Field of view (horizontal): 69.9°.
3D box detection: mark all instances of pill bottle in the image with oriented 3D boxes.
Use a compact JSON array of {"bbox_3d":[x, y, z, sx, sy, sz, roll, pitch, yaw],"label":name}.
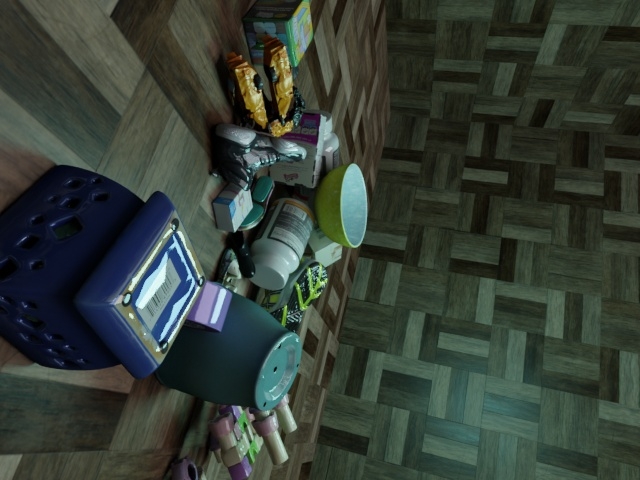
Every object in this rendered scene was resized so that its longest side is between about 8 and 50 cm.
[{"bbox_3d":[-0.129,0.009,1.463,0.162,0.162,0.278,82,23,-49],"label":"pill bottle"},{"bbox_3d":[-0.020,-0.299,1.663,0.176,0.176,0.318,-65,159,-48],"label":"pill bottle"}]

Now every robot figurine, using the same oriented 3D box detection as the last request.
[{"bbox_3d":[-0.143,-0.373,1.199,0.211,0.085,0.291,-30,154,-14],"label":"robot figurine"}]

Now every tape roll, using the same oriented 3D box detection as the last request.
[{"bbox_3d":[-0.276,0.119,0.904,0.189,0.189,0.080,65,37,-66],"label":"tape roll"}]

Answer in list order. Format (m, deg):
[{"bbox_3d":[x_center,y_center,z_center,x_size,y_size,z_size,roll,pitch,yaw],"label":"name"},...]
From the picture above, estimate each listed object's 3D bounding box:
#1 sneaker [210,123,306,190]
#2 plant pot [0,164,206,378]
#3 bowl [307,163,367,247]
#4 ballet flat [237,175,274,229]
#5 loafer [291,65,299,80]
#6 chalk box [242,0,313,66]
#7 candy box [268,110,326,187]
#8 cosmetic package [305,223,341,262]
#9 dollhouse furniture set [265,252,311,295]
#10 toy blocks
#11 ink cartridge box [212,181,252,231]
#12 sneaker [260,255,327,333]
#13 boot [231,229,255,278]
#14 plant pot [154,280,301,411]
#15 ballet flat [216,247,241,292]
[{"bbox_3d":[-0.164,-0.206,1.198,0.269,0.101,0.153,5,108,-42],"label":"sneaker"},{"bbox_3d":[-0.314,0.055,0.671,0.236,0.212,0.236,84,20,-48],"label":"plant pot"},{"bbox_3d":[0.048,-0.119,1.587,0.289,0.156,0.289,0,90,-68],"label":"bowl"},{"bbox_3d":[-0.195,-0.097,1.346,0.079,0.077,0.221,113,-2,-53],"label":"ballet flat"},{"bbox_3d":[-0.107,-0.537,1.414,0.170,0.062,0.061,37,68,-73],"label":"loafer"},{"bbox_3d":[-0.116,-0.552,1.224,0.132,0.132,0.213,80,24,-51],"label":"chalk box"},{"bbox_3d":[-0.076,-0.294,1.483,0.071,0.159,0.233,-22,121,-72],"label":"candy box"},{"bbox_3d":[0.000,0.000,1.814,0.153,0.129,0.296,60,-8,14],"label":"cosmetic package"},{"bbox_3d":[-0.115,0.124,1.681,0.151,0.144,0.123,-84,-178,-67],"label":"dollhouse furniture set"},{"bbox_3d":[-0.256,0.490,1.267,0.288,0.309,0.260,51,15,-86],"label":"toy blocks"},{"bbox_3d":[-0.231,-0.095,1.221,0.122,0.052,0.088,-67,160,-48],"label":"ink cartridge box"},{"bbox_3d":[-0.134,0.218,1.519,0.384,0.147,0.145,-50,130,-8],"label":"sneaker"},{"bbox_3d":[-0.218,0.036,1.292,0.099,0.045,0.121,91,-17,-60],"label":"boot"},{"bbox_3d":[-0.195,0.262,1.065,0.272,0.255,0.271,-42,140,-48],"label":"plant pot"},{"bbox_3d":[-0.251,0.112,1.249,0.070,0.070,0.188,67,35,-64],"label":"ballet flat"}]
